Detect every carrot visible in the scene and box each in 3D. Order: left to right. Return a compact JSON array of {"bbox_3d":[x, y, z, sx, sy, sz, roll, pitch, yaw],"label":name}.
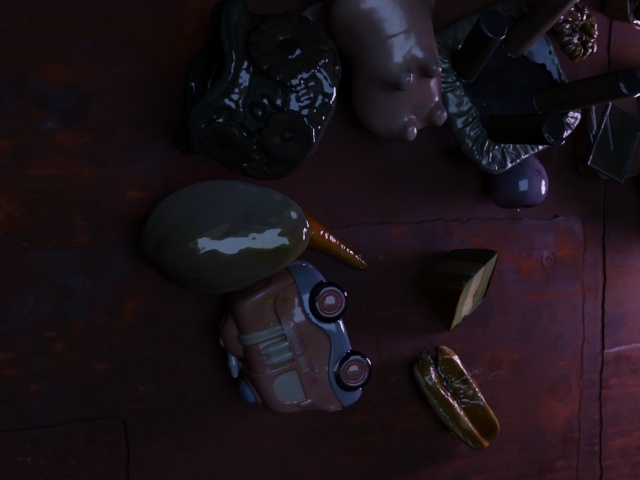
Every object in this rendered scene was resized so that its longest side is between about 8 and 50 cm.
[{"bbox_3d":[0.000,0.000,1.666,0.257,0.061,0.061,32,81,-27],"label":"carrot"}]

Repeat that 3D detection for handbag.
[{"bbox_3d":[0.617,-0.229,1.937,0.151,0.072,0.193,-10,101,-25],"label":"handbag"}]

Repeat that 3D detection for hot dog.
[{"bbox_3d":[0.276,0.327,1.824,0.109,0.072,0.269,-38,108,-16],"label":"hot dog"}]

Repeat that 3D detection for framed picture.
[{"bbox_3d":[0.627,-0.208,1.899,0.109,0.011,0.149,24,84,-26],"label":"framed picture"}]

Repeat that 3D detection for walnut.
[{"bbox_3d":[0.520,-0.450,1.843,0.170,0.069,0.143,45,42,-28],"label":"walnut"}]

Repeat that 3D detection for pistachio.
[{"bbox_3d":[-0.164,-0.012,1.513,0.288,0.166,0.197,-13,106,-16],"label":"pistachio"}]

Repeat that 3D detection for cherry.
[{"bbox_3d":[0.425,-0.126,1.841,0.188,0.115,0.148,-4,58,-33],"label":"cherry"}]

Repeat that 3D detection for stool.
[{"bbox_3d":[0.392,-0.323,1.696,0.310,0.226,0.310,-31,92,-26],"label":"stool"}]

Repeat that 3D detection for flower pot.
[{"bbox_3d":[-0.101,-0.241,1.456,0.213,0.302,0.302,17,87,-18],"label":"flower pot"}]

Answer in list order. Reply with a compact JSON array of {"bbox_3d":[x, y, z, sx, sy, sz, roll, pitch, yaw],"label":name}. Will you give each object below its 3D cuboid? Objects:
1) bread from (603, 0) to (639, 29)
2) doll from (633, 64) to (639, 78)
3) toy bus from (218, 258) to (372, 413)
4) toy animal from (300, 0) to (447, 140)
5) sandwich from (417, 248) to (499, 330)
[{"bbox_3d":[0.691,-0.556,1.864,0.142,0.212,0.224,-5,98,-30],"label":"bread"},{"bbox_3d":[0.766,-0.339,1.993,0.152,0.085,0.114,19,67,-16],"label":"doll"},{"bbox_3d":[-0.056,0.181,1.587,0.232,0.194,0.287,-20,104,-15],"label":"toy bus"},{"bbox_3d":[0.119,-0.345,1.609,0.237,0.269,0.326,-26,138,-21],"label":"toy animal"},{"bbox_3d":[0.299,0.101,1.754,0.117,0.187,0.144,-42,105,-16],"label":"sandwich"}]
